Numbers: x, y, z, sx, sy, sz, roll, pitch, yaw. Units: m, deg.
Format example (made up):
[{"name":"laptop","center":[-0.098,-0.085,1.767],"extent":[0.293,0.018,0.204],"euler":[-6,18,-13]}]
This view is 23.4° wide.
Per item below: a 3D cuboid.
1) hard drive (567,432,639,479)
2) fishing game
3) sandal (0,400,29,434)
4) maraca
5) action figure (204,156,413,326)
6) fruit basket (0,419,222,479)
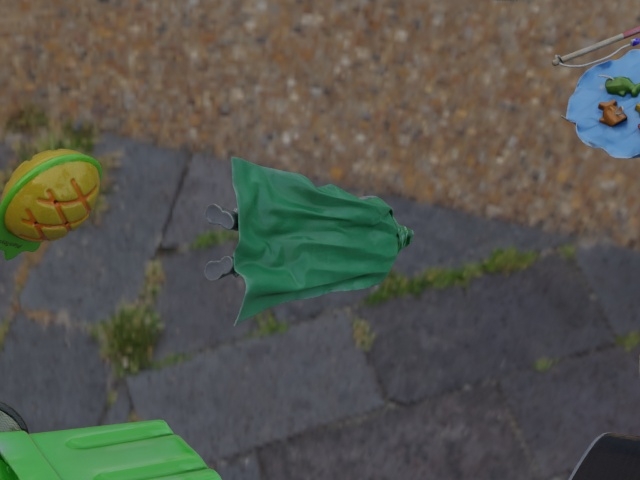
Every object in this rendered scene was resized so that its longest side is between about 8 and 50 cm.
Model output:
[{"name":"hard drive","center":[0.279,0.151,0.840],"extent":[0.254,0.172,0.054],"euler":[13,83,-23]},{"name":"fishing game","center":[0.366,-0.164,1.735],"extent":[0.189,0.041,0.264],"euler":[-22,42,-2]},{"name":"sandal","center":[-0.421,0.268,1.532],"extent":[0.303,0.086,0.120],"euler":[-45,112,-6]},{"name":"maraca","center":[-0.347,-0.041,1.908],"extent":[0.185,0.127,0.099],"euler":[-44,59,18]},{"name":"action figure","center":[0.000,0.000,1.338],"extent":[0.232,0.063,0.137],"euler":[0,94,-46]},{"name":"fruit basket","center":[-0.258,0.370,1.425],"extent":[0.392,0.392,0.283],"euler":[-23,21,-19]}]
